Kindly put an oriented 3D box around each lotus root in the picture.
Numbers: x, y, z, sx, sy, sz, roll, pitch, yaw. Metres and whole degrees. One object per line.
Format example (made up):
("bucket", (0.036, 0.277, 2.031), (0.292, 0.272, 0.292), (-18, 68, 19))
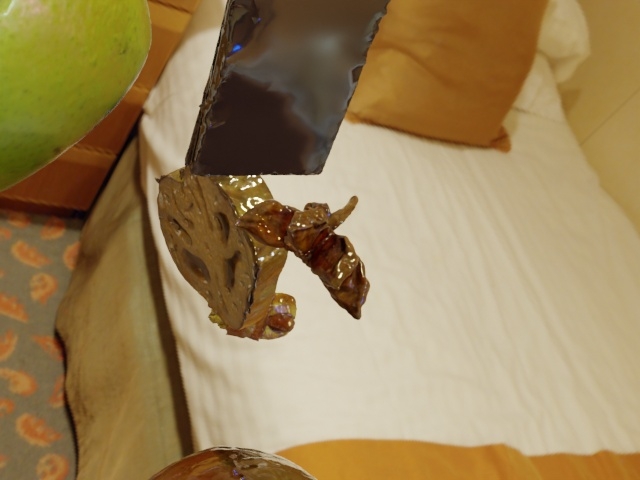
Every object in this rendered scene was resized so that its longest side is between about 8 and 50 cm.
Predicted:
("lotus root", (-0.202, 0.000, 1.605), (0.111, 0.390, 0.375), (-19, 104, -34))

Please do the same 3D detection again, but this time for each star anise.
("star anise", (-0.006, 0.001, 1.021), (0.196, 0.111, 0.212), (17, 32, -41))

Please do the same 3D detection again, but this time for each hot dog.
("hot dog", (-0.161, 0.167, 1.843), (0.213, 0.146, 0.103), (14, 11, 2))

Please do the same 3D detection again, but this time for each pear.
("pear", (-0.290, -0.163, 0.657), (0.165, 0.398, 0.399), (49, 27, -41))

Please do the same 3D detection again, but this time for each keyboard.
("keyboard", (-0.002, -0.106, 0.319), (0.074, 0.197, 0.015), (-5, 45, -32))

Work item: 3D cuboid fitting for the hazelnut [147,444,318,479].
("hazelnut", (-0.119, 0.477, 1.034), (0.420, 0.353, 0.421), (0, 52, 0))
